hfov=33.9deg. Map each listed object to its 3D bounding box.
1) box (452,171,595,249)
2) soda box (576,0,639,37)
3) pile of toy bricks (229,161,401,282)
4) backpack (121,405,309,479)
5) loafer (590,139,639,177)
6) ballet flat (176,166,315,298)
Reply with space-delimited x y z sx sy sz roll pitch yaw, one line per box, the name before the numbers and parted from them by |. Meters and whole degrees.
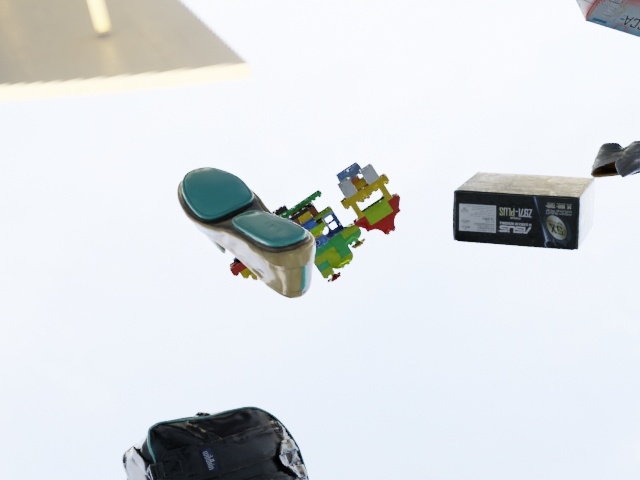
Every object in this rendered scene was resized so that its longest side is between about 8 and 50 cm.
box | 0.297 -0.046 1.525 0.180 0.077 0.147 4 -164 21
soda box | 0.448 -0.323 1.464 0.183 0.058 0.063 11 -135 -22
pile of toy bricks | 0.000 0.000 1.259 0.212 0.105 0.118 -33 -168 2
backpack | -0.113 0.277 1.177 0.188 0.144 0.166 -13 -114 -34
loafer | 0.538 -0.133 1.819 0.061 0.062 0.170 -55 -161 -14
ballet flat | -0.082 -0.006 1.076 0.080 0.073 0.232 -21 -148 -23
